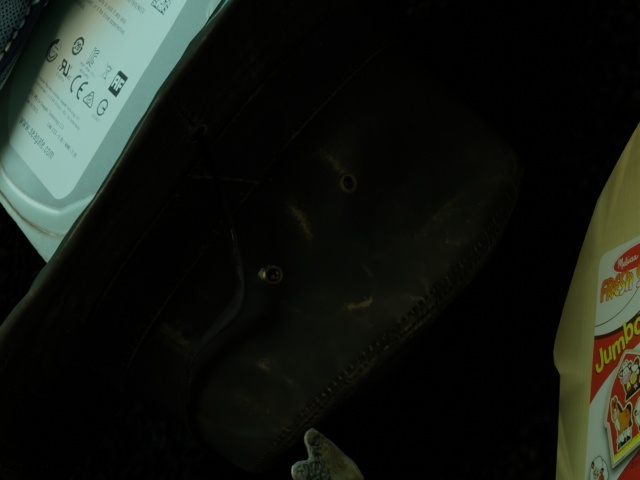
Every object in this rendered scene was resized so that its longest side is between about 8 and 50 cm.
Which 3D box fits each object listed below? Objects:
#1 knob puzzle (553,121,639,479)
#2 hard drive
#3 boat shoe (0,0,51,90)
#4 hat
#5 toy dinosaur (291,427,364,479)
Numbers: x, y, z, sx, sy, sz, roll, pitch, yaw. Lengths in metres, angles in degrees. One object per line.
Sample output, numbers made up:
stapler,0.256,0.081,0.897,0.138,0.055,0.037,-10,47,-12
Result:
knob puzzle,0.142,0.022,0.558,0.213,0.030,0.213,-168,90,-75
hard drive,-0.089,-0.152,0.914,0.339,0.064,0.237,-57,41,9
boat shoe,-0.182,-0.205,0.889,0.158,0.127,0.340,2,71,56
hat,0.000,0.000,0.657,0.134,0.331,0.331,33,98,11
toy dinosaur,-0.061,0.183,0.591,0.295,0.127,0.200,-49,11,-36
